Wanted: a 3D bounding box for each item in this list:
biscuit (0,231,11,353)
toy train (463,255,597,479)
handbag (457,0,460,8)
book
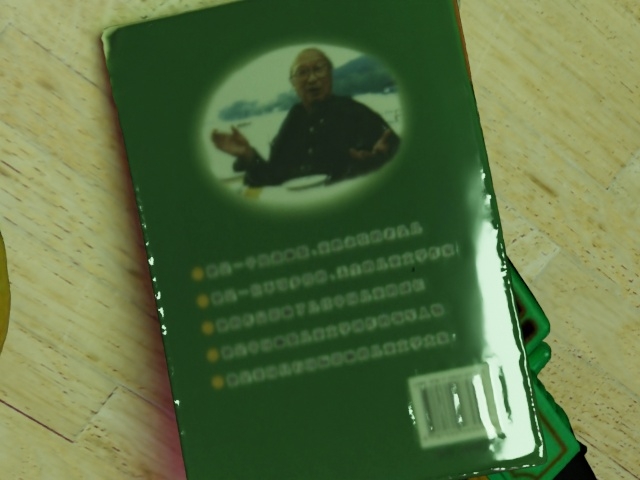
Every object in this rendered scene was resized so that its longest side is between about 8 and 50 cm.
[{"bbox_3d":[-0.328,0.034,1.108,0.203,0.041,0.260,7,110,-21],"label":"biscuit"},{"bbox_3d":[0.096,0.150,1.238,0.249,0.178,0.429,-44,118,-11],"label":"toy train"},{"bbox_3d":[0.062,-0.107,1.167,0.117,0.095,0.173,-23,124,-16],"label":"handbag"},{"bbox_3d":[0.000,0.000,1.072,0.260,0.043,0.370,-11,84,6],"label":"book"}]
